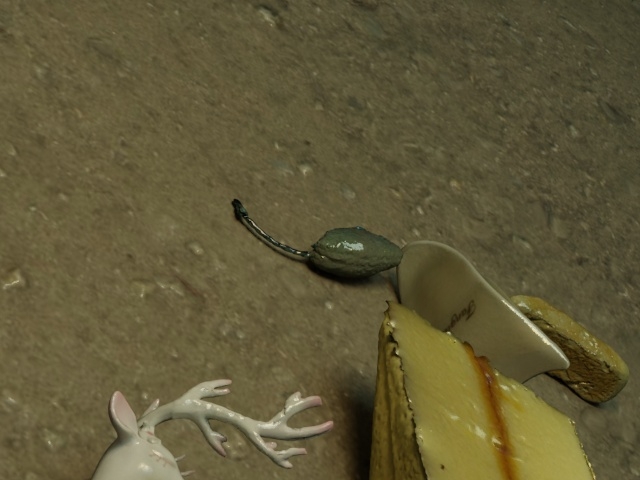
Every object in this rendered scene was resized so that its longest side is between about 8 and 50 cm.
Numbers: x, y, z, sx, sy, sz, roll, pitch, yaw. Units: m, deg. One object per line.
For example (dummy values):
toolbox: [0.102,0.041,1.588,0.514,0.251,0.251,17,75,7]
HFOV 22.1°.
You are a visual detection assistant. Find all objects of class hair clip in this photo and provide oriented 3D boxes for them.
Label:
hair clip: [0.201,0.116,2.268,0.113,0.172,0.282,25,28,-39]

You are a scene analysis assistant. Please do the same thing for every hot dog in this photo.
hot dog: [0.354,0.152,2.448,0.242,0.084,0.073,33,31,-15]

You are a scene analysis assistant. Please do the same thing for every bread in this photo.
bread: [0.238,0.293,1.969,0.346,0.242,0.405,19,72,-24]

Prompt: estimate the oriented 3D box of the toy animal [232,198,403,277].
toy animal: [-0.003,0.006,2.266,0.253,0.070,0.079,12,8,-21]

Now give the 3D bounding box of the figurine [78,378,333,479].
figurine: [-0.143,0.296,1.696,0.284,0.206,0.315,16,48,-26]
